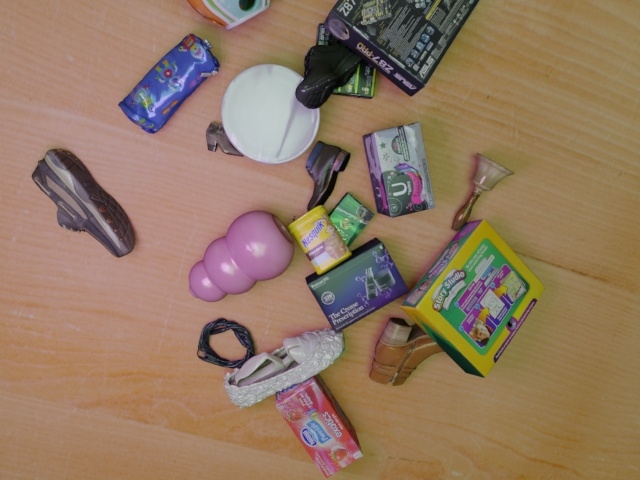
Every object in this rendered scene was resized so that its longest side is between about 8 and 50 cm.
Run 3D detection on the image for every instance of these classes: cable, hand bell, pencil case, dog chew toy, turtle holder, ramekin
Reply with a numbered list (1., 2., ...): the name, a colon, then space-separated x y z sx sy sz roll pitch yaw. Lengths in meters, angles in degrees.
1. cable: -0.287 0.326 1.502 0.184 0.047 0.151 20 92 -6
2. hand bell: 0.478 -0.136 1.488 0.126 0.126 0.242 25 109 -9
3. pencil case: -0.409 -0.429 1.323 0.306 0.119 0.133 -43 78 3
4. dog chew toy: -0.240 0.061 1.389 0.332 0.206 0.207 -35 101 9
5. turtle holder: -0.222 -0.708 1.263 0.320 0.243 0.227 -45 119 -31
6. ramekin: -0.140 -0.351 1.361 0.272 0.127 0.273 -1 99 -5

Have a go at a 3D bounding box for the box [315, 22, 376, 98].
1. box: 0.074 -0.522 1.398 0.184 0.045 0.191 4 98 -9

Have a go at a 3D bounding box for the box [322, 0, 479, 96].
1. box: 0.242 -0.649 1.316 0.318 0.097 0.395 35 77 -12

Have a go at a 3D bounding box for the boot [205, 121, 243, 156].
1. boot: -0.277 -0.298 1.401 0.118 0.042 0.087 11 91 -13

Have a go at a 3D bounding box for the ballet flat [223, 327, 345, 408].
1. ballet flat: -0.115 0.375 1.461 0.409 0.147 0.147 -30 101 -1

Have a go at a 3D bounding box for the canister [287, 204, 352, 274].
1. canister: 0.000 0.000 1.411 0.126 0.073 0.170 -33 82 7

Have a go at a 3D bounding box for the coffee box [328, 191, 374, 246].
1. coffee box: 0.068 -0.043 1.475 0.113 0.040 0.184 39 94 -10

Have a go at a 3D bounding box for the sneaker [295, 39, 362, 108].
1. sneaker: -0.002 -0.449 1.278 0.130 0.286 0.109 39 136 0

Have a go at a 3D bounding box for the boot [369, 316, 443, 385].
1. boot: 0.306 0.378 1.539 0.283 0.109 0.220 12 105 -19

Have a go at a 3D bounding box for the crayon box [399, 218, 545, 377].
1. crayon box: 0.472 0.173 1.468 0.313 0.106 0.363 45 73 -9

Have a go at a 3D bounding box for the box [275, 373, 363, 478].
1. box: -0.008 0.561 1.510 0.142 0.154 0.300 -31 102 0

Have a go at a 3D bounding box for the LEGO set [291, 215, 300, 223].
1. LEGO set: -0.048 -0.051 1.475 0.083 0.023 0.054 35 92 3

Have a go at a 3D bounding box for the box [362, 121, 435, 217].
1. box: 0.225 -0.205 1.402 0.142 0.163 0.247 -14 100 -5

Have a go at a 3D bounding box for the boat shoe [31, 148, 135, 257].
1. boat shoe: -0.672 -0.089 1.362 0.130 0.132 0.355 -36 92 11

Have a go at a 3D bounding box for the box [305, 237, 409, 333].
1. box: 0.111 0.136 1.480 0.261 0.103 0.184 -30 98 0

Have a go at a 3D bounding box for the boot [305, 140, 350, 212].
1. boot: -0.006 -0.191 1.442 0.106 0.082 0.219 34 102 14
